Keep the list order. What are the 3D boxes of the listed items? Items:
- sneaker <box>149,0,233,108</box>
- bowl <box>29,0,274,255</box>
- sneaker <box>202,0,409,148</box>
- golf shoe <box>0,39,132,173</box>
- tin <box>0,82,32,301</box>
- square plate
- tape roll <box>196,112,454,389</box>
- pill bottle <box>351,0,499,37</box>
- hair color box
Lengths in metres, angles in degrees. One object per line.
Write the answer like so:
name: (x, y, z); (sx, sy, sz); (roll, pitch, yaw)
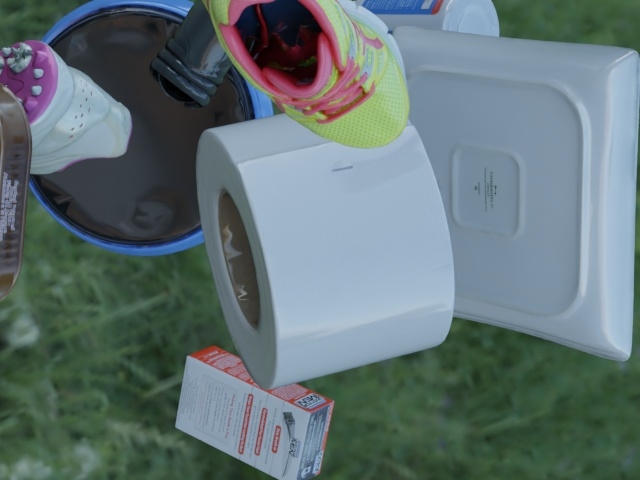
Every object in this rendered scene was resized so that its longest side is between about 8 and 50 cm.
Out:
sneaker: (-0.154, -0.251, 2.021); (0.104, 0.147, 0.296); (39, 5, -8)
bowl: (-0.265, -0.167, 2.281); (0.391, 0.391, 0.077); (63, 9, -4)
sneaker: (-0.010, -0.102, 0.883); (0.208, 0.081, 0.094); (41, 22, -45)
golf shoe: (-0.298, -0.097, 1.429); (0.140, 0.306, 0.115); (22, 73, -42)
tin: (-0.287, -0.036, 1.256); (0.040, 0.106, 0.189); (-7, 107, -54)
square plate: (0.200, -0.057, 1.765); (0.049, 0.344, 0.347); (-17, 112, -44)
tape roll: (0.000, 0.000, 1.430); (0.246, 0.169, 0.246); (167, -90, -74)
pill bottle: (0.111, -0.268, 2.033); (0.124, 0.221, 0.124); (-10, 103, -47)
hair color box: (-0.073, 0.190, 1.707); (0.053, 0.167, 0.093); (-19, 126, -54)
